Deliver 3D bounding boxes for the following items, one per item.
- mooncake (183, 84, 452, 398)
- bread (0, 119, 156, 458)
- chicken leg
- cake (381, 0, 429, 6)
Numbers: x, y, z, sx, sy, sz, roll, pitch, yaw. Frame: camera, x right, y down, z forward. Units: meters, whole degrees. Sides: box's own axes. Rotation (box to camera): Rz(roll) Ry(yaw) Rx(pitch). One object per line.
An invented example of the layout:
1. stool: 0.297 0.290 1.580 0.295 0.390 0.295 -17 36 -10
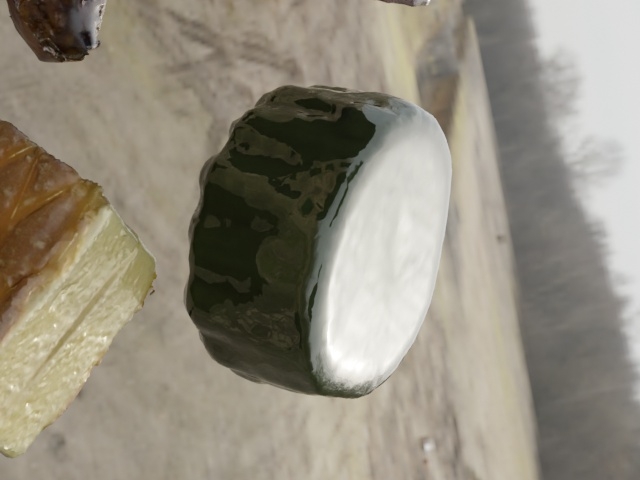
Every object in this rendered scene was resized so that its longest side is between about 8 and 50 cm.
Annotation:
1. mooncake: 0.000 0.000 1.635 0.356 0.194 0.356 -41 141 -46
2. bread: -0.351 0.027 1.463 0.279 0.279 0.207 -55 155 -13
3. chicken leg: -0.296 -0.323 1.496 0.093 0.113 0.304 -54 140 -46
4. cake: -0.032 -0.378 1.463 0.237 0.308 0.230 -145 -111 -70
